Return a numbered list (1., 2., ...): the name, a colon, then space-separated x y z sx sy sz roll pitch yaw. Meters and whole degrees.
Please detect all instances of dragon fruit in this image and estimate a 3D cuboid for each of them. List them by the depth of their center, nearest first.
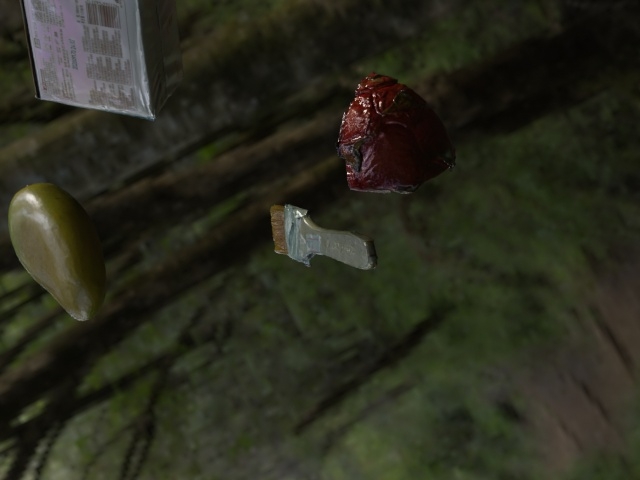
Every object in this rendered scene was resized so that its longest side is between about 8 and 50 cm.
1. dragon fruit: 0.103 -0.154 2.403 0.120 0.127 0.161 -36 -64 -47

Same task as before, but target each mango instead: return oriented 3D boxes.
1. mango: -0.320 0.005 2.085 0.086 0.122 0.191 -12 -136 -43

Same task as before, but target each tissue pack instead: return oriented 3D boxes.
1. tissue pack: -0.292 -0.291 2.233 0.225 0.185 0.124 88 -159 -45

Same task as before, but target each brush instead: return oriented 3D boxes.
1. brush: 0.000 0.000 2.273 0.336 0.020 0.085 -167 72 -66
